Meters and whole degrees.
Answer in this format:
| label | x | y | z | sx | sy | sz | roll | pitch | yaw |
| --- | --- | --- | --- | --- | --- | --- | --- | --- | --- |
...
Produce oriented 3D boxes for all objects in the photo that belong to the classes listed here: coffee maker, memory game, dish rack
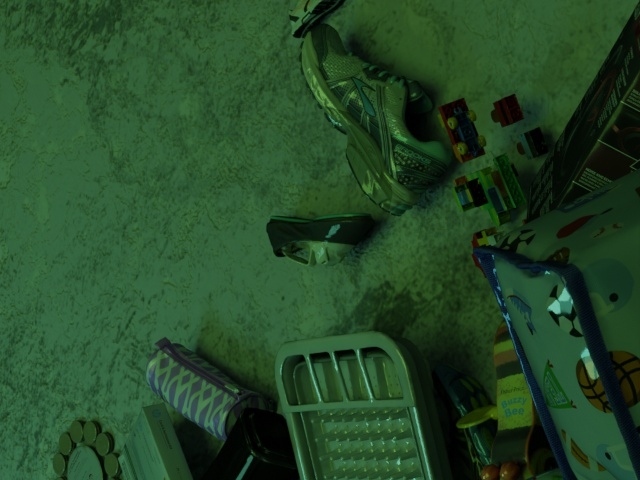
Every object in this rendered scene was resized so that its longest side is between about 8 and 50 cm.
| label | x | y | z | sx | sy | sz | roll | pitch | yaw |
| --- | --- | --- | --- | --- | --- | --- | --- | --- | --- |
| coffee maker | -0.105 | 0.322 | 1.951 | 0.120 | 0.171 | 0.178 | 49 | 122 | 34 |
| memory game | -0.372 | 0.377 | 2.337 | 0.186 | 0.012 | 0.186 | 0 | 89 | 46 |
| dish rack | 0.072 | 0.272 | 1.791 | 0.285 | 0.072 | 0.332 | -13 | 90 | 55 |

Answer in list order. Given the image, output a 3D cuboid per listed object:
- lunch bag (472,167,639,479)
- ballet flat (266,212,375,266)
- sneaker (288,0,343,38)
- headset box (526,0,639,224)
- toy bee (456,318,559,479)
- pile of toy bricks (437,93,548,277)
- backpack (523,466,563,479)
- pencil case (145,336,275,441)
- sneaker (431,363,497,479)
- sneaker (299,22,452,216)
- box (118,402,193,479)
| label | x | y | z | sx | sy | sz | roll | pitch | yaw |
| --- | --- | --- | --- | --- | --- | --- | --- | --- | --- |
| lunch bag | 0.362 | 0.118 | 1.291 | 0.385 | 0.328 | 0.239 | 65 | 170 | -11 |
| ballet flat | 0.000 | 0.000 | 1.924 | 0.203 | 0.074 | 0.074 | -1 | 89 | 52 |
| sneaker | -0.008 | -0.317 | 1.959 | 0.109 | 0.040 | 0.043 | -37 | 62 | 38 |
| headset box | 0.322 | -0.111 | 1.483 | 0.110 | 0.218 | 0.293 | 27 | 114 | -2 |
| toy bee | 0.242 | 0.210 | 1.607 | 0.195 | 0.162 | 0.298 | -43 | 60 | 34 |
| pile of toy bricks | 0.201 | -0.064 | 1.713 | 0.212 | 0.118 | 0.105 | 70 | 162 | -1 |
| backpack | 0.288 | 0.393 | 1.448 | 0.290 | 0.273 | 0.355 | -25 | 64 | 6 |
| pencil case | -0.162 | 0.214 | 2.070 | 0.206 | 0.086 | 0.088 | 24 | 139 | 42 |
| sneaker | 0.172 | 0.233 | 1.744 | 0.078 | 0.067 | 0.188 | -37 | 66 | 33 |
| sneaker | 0.077 | -0.172 | 1.846 | 0.122 | 0.110 | 0.283 | -37 | 65 | 19 |
| box | -0.240 | 0.341 | 2.142 | 0.145 | 0.038 | 0.186 | 66 | 152 | 24 |
